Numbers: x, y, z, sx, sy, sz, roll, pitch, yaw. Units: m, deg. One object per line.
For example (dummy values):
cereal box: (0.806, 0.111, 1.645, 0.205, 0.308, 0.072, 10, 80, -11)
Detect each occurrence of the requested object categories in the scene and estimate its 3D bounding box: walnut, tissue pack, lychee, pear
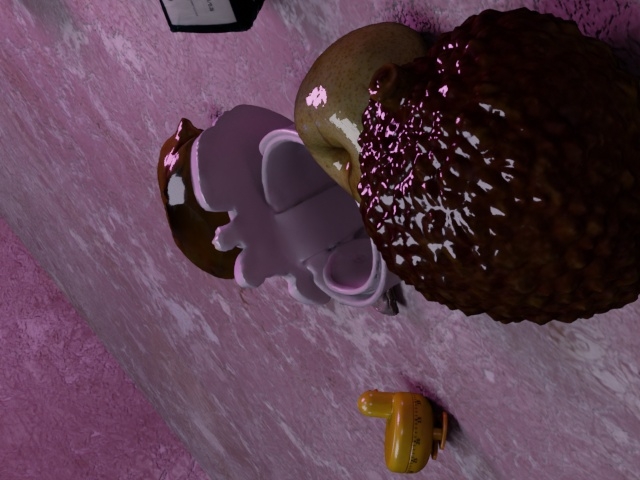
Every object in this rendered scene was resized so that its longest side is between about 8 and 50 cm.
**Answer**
walnut: (-0.149, -0.052, 1.807, 0.137, 0.137, 0.245, 27, 146, 53)
tissue pack: (-0.127, -0.301, 1.381, 0.103, 0.090, 0.170, 3, 136, 22)
lychee: (0.144, -0.048, 1.009, 0.271, 0.236, 0.236, 41, 166, -23)
pear: (0.059, -0.107, 1.225, 0.167, 0.136, 0.167, 41, 155, 24)

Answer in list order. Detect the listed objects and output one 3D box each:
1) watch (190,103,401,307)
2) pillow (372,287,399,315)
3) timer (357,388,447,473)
watch: (0.000, -0.048, 1.397, 0.244, 0.196, 0.231, 61, 153, -6)
pillow: (0.000, 0.000, 1.666, 0.248, 0.049, 0.135, 31, 146, 42)
timer: (0.100, 0.244, 1.740, 0.107, 0.109, 0.107, -174, 90, -86)
